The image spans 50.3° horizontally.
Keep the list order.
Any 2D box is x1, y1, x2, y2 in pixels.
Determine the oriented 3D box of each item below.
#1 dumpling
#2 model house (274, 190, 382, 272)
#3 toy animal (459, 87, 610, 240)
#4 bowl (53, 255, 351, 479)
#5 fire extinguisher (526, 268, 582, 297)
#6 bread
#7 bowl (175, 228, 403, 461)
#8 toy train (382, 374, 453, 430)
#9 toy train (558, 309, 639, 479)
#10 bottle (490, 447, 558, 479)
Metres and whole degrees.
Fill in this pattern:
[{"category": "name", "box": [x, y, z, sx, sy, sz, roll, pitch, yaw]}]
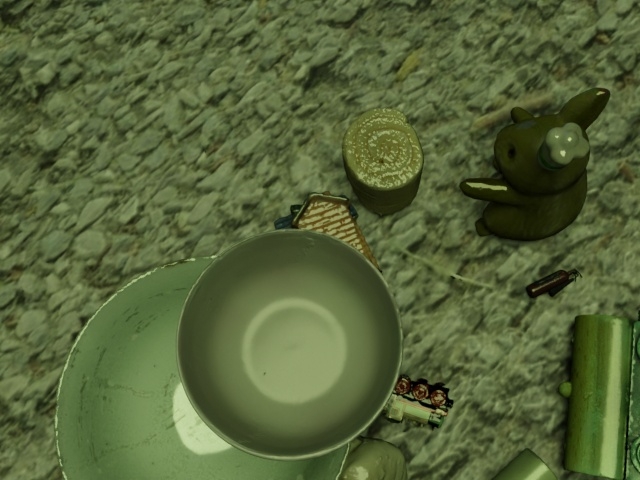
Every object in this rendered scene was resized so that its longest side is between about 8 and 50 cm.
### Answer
[{"category": "dumpling", "box": [0.067, 0.374, 1.038, 0.092, 0.177, 0.150, 11, 49, 28]}, {"category": "model house", "box": [0.000, 0.000, 1.124, 0.166, 0.183, 0.172, -18, 77, -5]}, {"category": "toy animal", "box": [0.336, -0.129, 1.076, 0.180, 0.363, 0.181, 23, 72, 23]}, {"category": "bowl", "box": [-0.162, 0.257, 1.050, 0.434, 0.196, 0.435, 0, 74, 1]}, {"category": "fire extinguisher", "box": [0.406, 0.071, 1.166, 0.100, 0.046, 0.032, -24, 88, -4]}, {"category": "bread", "box": [0.108, -0.133, 1.182, 0.133, 0.141, 0.148, -11, 73, 2]}, {"category": "bowl", "box": [-0.037, 0.140, 0.905, 0.286, 0.144, 0.287, 0, 75, 1]}, {"category": "toy train", "box": [0.093, 0.248, 1.123, 0.249, 0.053, 0.085, 14, 83, 5]}, {"category": "toy train", "box": [0.486, 0.258, 1.091, 0.189, 0.126, 0.308, -1, 72, 35]}, {"category": "bottle", "box": [0.273, 0.416, 1.060, 0.201, 0.072, 0.072, -38, 77, -8]}]
